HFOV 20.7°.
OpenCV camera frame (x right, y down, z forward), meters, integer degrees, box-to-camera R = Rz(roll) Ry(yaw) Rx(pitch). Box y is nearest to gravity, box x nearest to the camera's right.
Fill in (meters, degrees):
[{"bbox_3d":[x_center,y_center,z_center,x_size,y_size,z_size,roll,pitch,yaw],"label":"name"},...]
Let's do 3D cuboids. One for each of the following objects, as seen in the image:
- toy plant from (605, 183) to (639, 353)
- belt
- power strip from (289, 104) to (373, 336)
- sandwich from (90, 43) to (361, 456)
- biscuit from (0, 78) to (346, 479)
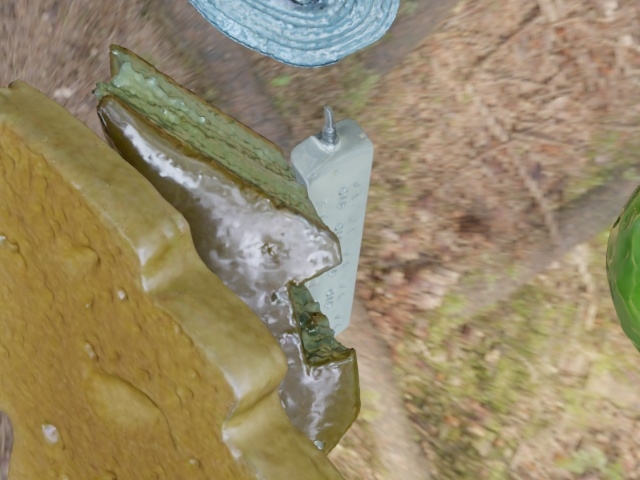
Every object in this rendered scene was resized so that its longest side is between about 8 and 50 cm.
[{"bbox_3d":[0.266,-0.010,0.690,0.316,0.184,0.224,-12,62,-14],"label":"toy plant"},{"bbox_3d":[-0.022,-0.206,1.255,0.147,0.082,0.163,-29,120,16],"label":"belt"},{"bbox_3d":[0.000,0.000,1.234,0.060,0.253,0.027,-31,58,-28],"label":"power strip"},{"bbox_3d":[-0.037,0.026,0.786,0.088,0.090,0.244,-13,118,-6],"label":"sandwich"},{"bbox_3d":[-0.070,0.053,0.648,0.041,0.212,0.239,-28,105,-37],"label":"biscuit"}]
